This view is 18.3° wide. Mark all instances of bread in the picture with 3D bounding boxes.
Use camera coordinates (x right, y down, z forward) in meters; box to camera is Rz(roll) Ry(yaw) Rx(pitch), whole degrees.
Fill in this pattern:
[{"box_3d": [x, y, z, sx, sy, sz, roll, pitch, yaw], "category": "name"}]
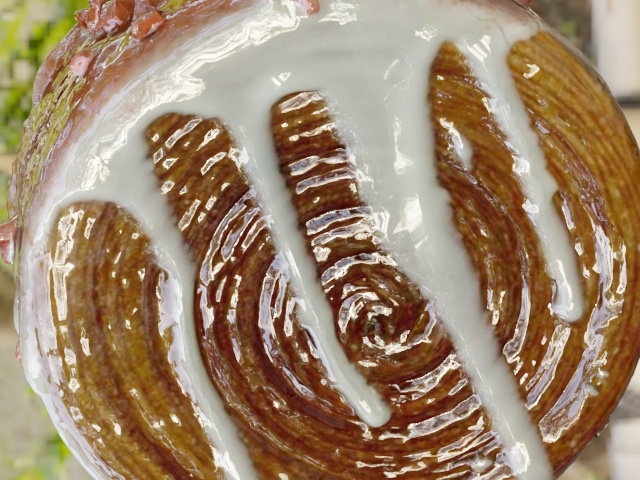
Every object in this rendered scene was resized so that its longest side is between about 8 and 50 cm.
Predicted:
[{"box_3d": [0.000, 0.000, 0.478, 0.073, 0.160, 0.160, -104, 20, -67], "category": "bread"}]
